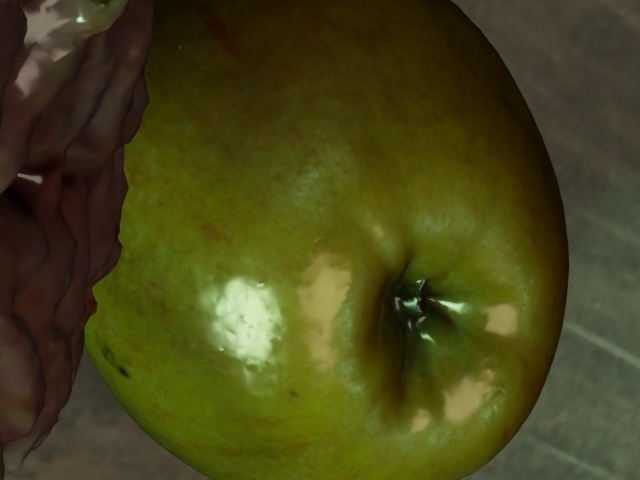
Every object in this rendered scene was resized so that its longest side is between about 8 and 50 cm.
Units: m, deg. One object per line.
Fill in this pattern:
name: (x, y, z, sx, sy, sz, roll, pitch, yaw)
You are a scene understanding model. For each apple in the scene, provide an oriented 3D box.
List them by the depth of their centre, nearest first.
apple: (0.000, 0.000, 0.611, 0.182, 0.155, 0.182, -12, 120, -22)

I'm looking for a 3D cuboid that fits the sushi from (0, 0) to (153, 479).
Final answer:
sushi: (-0.160, -0.034, 0.432, 0.236, 0.270, 0.170, -25, 127, -53)
